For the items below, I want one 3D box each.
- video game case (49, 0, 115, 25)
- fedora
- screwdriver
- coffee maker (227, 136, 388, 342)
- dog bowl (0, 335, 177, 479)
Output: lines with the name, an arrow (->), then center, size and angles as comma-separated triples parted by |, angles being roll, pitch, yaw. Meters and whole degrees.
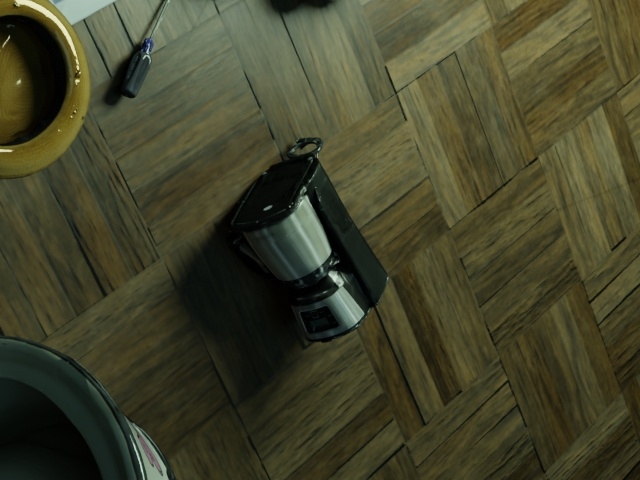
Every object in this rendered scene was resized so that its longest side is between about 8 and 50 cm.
video game case -> -0.242, -0.344, 1.347 | 0.183, 0.023, 0.201 | -38, 115, -33
fedora -> -0.314, -0.150, 1.260 | 0.194, 0.079, 0.194 | 4, 85, -44
screwdriver -> -0.179, -0.227, 1.415 | 0.024, 0.025, 0.169 | 34, 62, -35
coffee maker -> 0.000, 0.000, 1.504 | 0.171, 0.120, 0.178 | -47, 120, -29
dog bowl -> -0.281, 0.296, 1.123 | 0.150, 0.408, 0.408 | 41, 66, -54
